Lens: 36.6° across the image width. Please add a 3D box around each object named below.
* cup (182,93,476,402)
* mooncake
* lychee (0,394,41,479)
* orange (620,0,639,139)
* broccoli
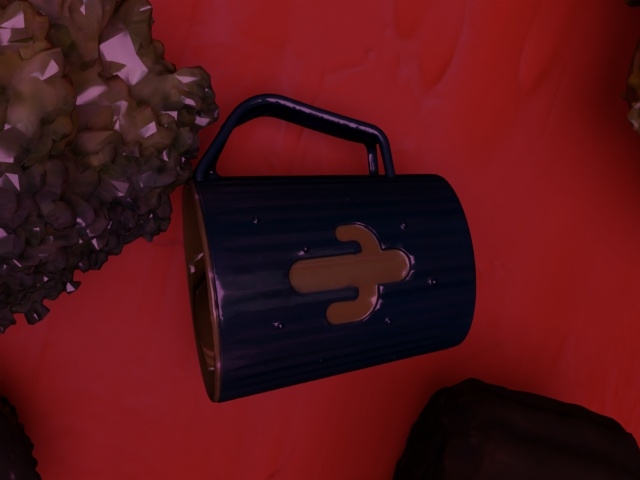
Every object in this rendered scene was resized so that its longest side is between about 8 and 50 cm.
[{"bbox_3d":[0.000,0.000,0.579,0.155,0.131,0.177,-5,89,-13],"label":"cup"},{"bbox_3d":[0.094,0.196,0.574,0.124,0.228,0.228,21,95,-3],"label":"mooncake"},{"bbox_3d":[-0.246,0.146,0.544,0.171,0.171,0.171,-1,99,-9],"label":"lychee"},{"bbox_3d":[0.326,-0.116,0.560,0.300,0.223,0.301,3,102,1],"label":"orange"},{"bbox_3d":[-0.254,-0.058,0.449,0.338,0.277,0.317,-42,95,-5],"label":"broccoli"}]
